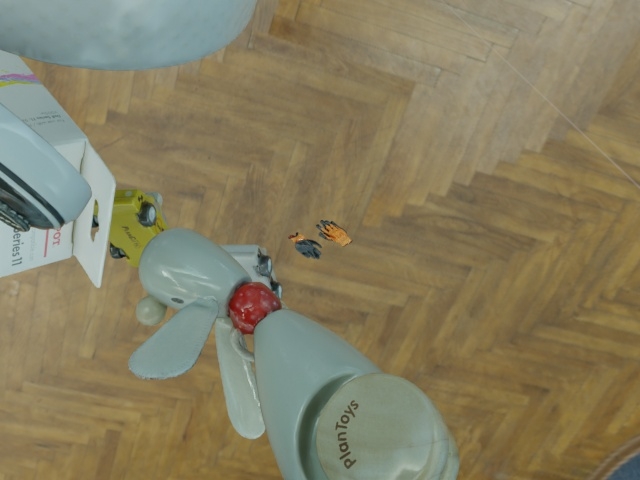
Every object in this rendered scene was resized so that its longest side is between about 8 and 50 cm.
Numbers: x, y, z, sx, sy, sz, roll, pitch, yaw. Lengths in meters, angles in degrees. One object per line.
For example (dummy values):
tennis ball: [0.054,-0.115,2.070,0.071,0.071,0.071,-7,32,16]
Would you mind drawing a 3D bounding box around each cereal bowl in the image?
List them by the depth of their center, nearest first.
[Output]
cereal bowl: [-0.195,-0.303,0.556,0.339,0.338,0.141,16,139,-13]

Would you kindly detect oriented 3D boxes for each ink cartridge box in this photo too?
ink cartridge box: [-0.410,-0.100,0.869,0.119,0.353,0.207,-20,144,-41]

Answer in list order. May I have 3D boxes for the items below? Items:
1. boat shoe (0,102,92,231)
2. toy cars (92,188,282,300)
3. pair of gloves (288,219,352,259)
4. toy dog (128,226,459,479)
boat shoe: [-0.325,-0.078,0.440,0.335,0.119,0.121,29,159,-13]
toy cars: [-0.202,0.005,1.087,0.394,0.087,0.177,27,143,-32]
pair of gloves: [0.000,0.000,1.040,0.083,0.010,0.074,-25,139,21]
toy dog: [-0.044,0.131,0.532,0.161,0.334,0.220,-51,129,-9]
